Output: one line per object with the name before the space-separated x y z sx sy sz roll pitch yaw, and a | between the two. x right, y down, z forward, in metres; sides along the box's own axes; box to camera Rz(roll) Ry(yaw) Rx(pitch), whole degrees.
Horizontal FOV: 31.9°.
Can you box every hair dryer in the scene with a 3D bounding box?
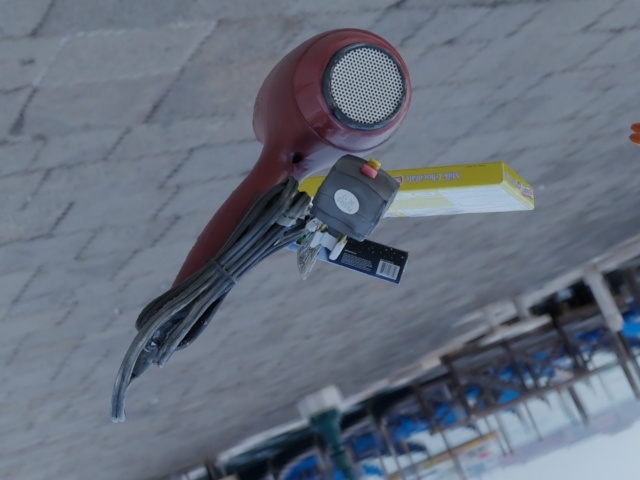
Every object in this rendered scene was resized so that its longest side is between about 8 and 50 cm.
hair dryer | -0.040 -0.038 0.671 0.223 0.080 0.293 -36 -165 25

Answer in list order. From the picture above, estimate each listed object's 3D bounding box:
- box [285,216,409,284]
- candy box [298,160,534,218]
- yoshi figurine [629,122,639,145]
box | 0.000 0.000 1.459 0.233 0.044 0.159 18 -178 4
candy box | 0.091 -0.045 1.074 0.206 0.027 0.105 -3 170 25
yoshi figurine | 0.396 -0.044 0.888 0.203 0.203 0.362 -44 -158 11
